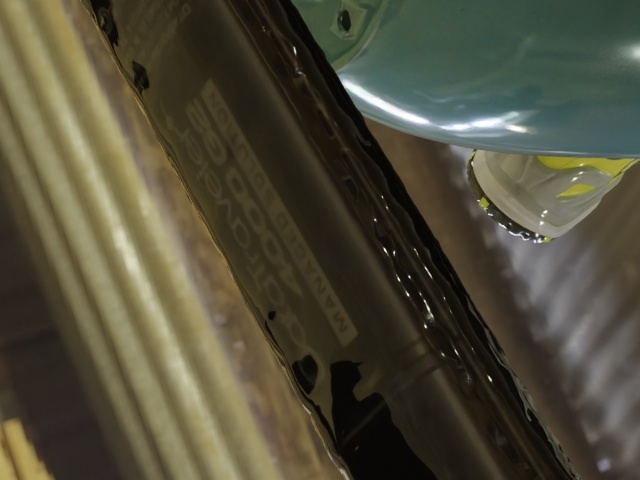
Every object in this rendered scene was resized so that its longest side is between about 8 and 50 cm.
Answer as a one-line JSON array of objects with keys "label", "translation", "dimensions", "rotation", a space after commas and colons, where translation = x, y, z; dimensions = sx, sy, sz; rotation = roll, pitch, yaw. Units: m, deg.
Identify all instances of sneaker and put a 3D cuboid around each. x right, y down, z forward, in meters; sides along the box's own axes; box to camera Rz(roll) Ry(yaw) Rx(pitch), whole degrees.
[{"label": "sneaker", "translation": [0.286, -0.142, 1.415], "dimensions": [0.145, 0.385, 0.147], "rotation": [42, -39, 1]}]

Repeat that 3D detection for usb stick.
[{"label": "usb stick", "translation": [0.000, 0.000, 0.501], "dimensions": [0.278, 0.045, 0.077], "rotation": [60, -40, 19]}]

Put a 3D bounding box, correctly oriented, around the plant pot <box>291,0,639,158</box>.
[{"label": "plant pot", "translation": [0.094, -0.172, 0.743], "dimensions": [0.293, 0.235, 0.293], "rotation": [25, -61, 58]}]
